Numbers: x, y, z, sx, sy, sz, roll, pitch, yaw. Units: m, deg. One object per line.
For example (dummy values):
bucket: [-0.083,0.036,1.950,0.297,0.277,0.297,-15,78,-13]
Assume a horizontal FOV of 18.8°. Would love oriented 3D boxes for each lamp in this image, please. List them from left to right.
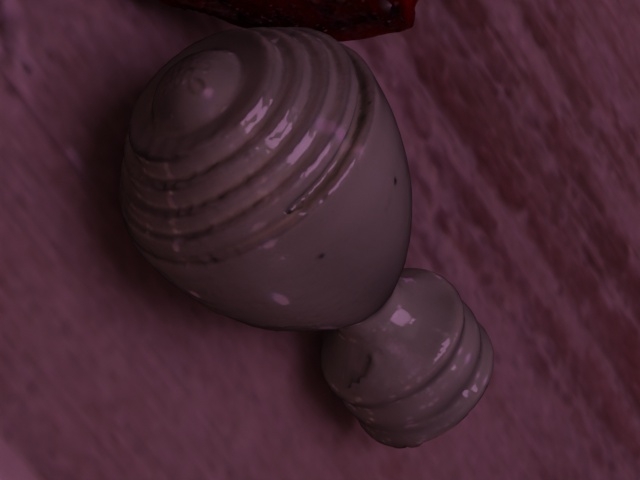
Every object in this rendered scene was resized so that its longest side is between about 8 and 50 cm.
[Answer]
lamp: [0.000,0.000,0.719,0.193,0.106,0.106,51,51,-41]

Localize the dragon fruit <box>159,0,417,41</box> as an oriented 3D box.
dragon fruit: [-0.038,-0.141,0.716,0.162,0.083,0.106,29,51,-30]
